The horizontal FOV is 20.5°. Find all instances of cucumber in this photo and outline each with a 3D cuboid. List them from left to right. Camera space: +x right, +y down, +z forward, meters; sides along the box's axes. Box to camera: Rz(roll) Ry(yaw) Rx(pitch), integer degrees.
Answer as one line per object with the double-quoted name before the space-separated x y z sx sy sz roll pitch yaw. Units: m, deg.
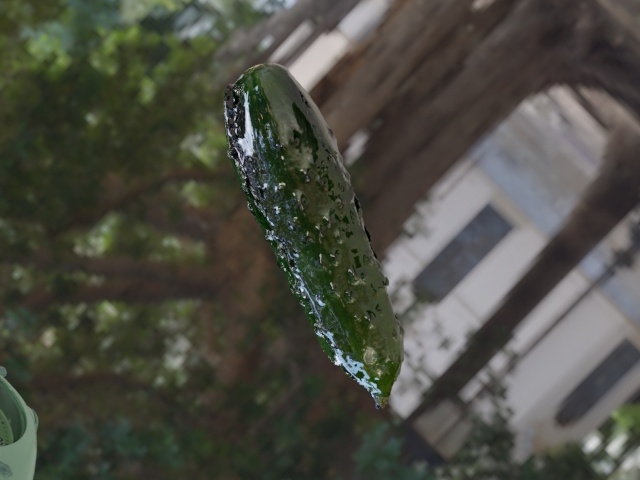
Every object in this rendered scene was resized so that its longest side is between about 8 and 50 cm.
"cucumber" 0.000 0.000 1.072 0.069 0.069 0.227 -112 -1 -76

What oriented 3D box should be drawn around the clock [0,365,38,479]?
"clock" -0.308 0.146 1.447 0.159 0.066 0.211 31 -160 -13
